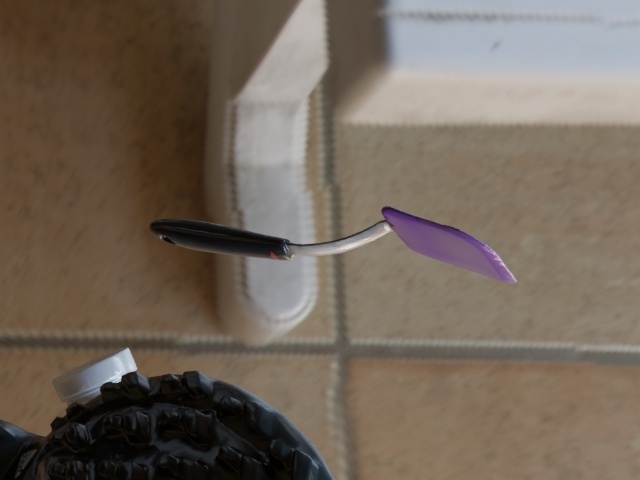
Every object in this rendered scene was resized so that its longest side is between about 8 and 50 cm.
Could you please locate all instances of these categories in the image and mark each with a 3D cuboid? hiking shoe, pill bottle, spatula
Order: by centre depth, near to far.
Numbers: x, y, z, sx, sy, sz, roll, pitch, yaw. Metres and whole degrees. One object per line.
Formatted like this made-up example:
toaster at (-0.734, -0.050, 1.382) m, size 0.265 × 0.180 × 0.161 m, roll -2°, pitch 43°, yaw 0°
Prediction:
hiking shoe at (-0.074, 0.132, 0.804) m, size 0.132 × 0.304 × 0.113 m, roll 48°, pitch 60°, yaw -26°
spatula at (0.000, 0.000, 1.478) m, size 0.296 × 0.084 × 0.030 m, roll 2°, pitch 66°, yaw 25°
pill bottle at (-0.146, 0.163, 1.518) m, size 0.086 × 0.086 × 0.152 m, roll -25°, pitch 93°, yaw -20°
